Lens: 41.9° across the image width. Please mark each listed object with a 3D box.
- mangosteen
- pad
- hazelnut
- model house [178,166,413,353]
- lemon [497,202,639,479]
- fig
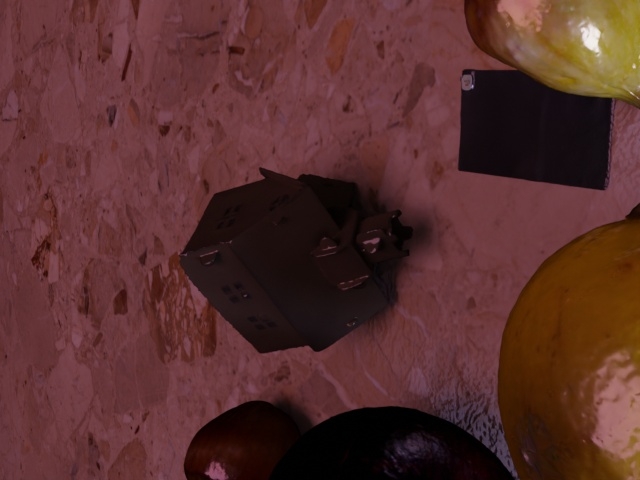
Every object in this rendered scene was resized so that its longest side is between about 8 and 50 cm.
[{"bbox_3d":[0.070,0.344,0.917,0.307,0.306,0.347,65,155,19],"label":"mangosteen"},{"bbox_3d":[0.219,-0.120,0.872,0.193,0.004,0.116,15,108,48],"label":"pad"},{"bbox_3d":[-0.112,0.324,1.237,0.204,0.178,0.178,96,151,-68],"label":"hazelnut"},{"bbox_3d":[0.000,0.000,1.033,0.243,0.204,0.211,-14,129,30],"label":"model house"},{"bbox_3d":[0.277,0.124,0.633,0.297,0.297,0.297,12,106,49],"label":"lemon"},{"bbox_3d":[0.250,-0.175,0.739,0.257,0.159,0.159,48,133,8],"label":"fig"}]
